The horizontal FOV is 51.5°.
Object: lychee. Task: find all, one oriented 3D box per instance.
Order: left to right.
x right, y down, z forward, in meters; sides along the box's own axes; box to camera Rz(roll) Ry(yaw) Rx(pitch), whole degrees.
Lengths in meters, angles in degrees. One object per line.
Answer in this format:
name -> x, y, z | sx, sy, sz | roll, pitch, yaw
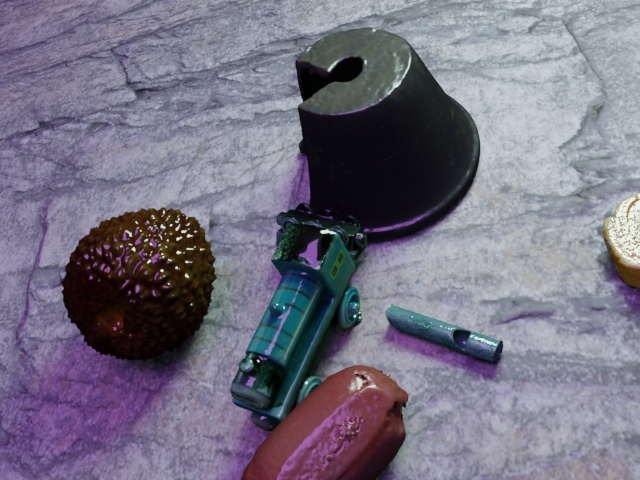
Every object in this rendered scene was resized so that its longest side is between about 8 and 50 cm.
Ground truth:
lychee -> -0.302, 0.067, 1.157 | 0.267, 0.267, 0.268 | -11, 53, 15

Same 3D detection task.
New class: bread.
bread -> 0.484, -0.004, 0.982 | 0.122, 0.073, 0.149 | -11, 52, 17

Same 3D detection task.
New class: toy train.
toy train -> -0.040, 0.135, 1.021 | 0.119, 0.194, 0.298 | 12, 62, 28
toy train -> 0.000, 0.000, 1.164 | 0.170, 0.111, 0.071 | 16, 35, 22

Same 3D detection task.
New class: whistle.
whistle -> 0.186, 0.142, 1.024 | 0.186, 0.039, 0.039 | 17, 64, 31

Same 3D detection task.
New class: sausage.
sausage -> 0.008, 0.293, 0.917 | 0.279, 0.152, 0.152 | -44, 52, -12

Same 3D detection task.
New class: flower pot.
flower pot -> 0.093, -0.221, 1.192 | 0.379, 0.251, 0.380 | -11, 51, 14
